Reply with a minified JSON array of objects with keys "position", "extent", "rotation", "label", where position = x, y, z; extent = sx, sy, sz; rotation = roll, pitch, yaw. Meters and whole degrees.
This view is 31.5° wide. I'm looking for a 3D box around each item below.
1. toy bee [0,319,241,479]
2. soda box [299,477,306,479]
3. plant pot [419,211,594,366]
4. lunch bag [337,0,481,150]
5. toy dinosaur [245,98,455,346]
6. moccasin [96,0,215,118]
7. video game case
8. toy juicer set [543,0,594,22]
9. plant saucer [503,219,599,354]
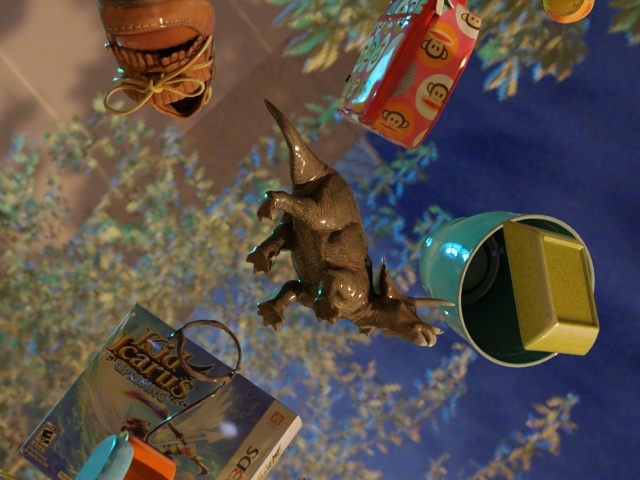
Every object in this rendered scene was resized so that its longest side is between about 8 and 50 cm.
[{"position":[-0.163,0.232,0.965],"extent":[0.195,0.298,0.162],"rotation":[51,-46,0],"label":"toy bee"},{"position":[-0.014,0.522,1.828],"extent":[0.083,0.092,0.263],"rotation":[64,0,-47],"label":"soda box"},{"position":[0.316,0.067,2.080],"extent":[0.272,0.271,0.255],"rotation":[53,-9,-21],"label":"plant pot"},{"position":[0.139,-0.276,1.702],"extent":[0.120,0.258,0.293],"rotation":[28,4,-12],"label":"lunch bag"},{"position":[0.000,0.000,1.209],"extent":[0.121,0.160,0.314],"rotation":[-26,-86,38],"label":"toy dinosaur"},{"position":[-0.199,-0.224,1.405],"extent":[0.380,0.139,0.147],"rotation":[140,-52,-84],"label":"moccasin"},{"position":[-0.202,0.251,1.441],"extent":[0.269,0.244,0.061],"rotation":[32,-18,15],"label":"video game case"},{"position":[0.364,-0.378,1.425],"extent":[0.089,0.209,0.329],"rotation":[55,-8,6],"label":"toy juicer set"},{"position":[0.343,0.066,1.639],"extent":[0.045,0.188,0.188],"rotation":[-18,-18,36],"label":"plant saucer"}]
